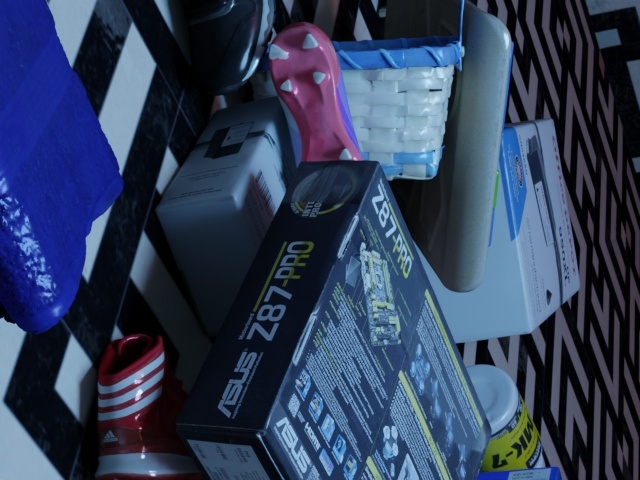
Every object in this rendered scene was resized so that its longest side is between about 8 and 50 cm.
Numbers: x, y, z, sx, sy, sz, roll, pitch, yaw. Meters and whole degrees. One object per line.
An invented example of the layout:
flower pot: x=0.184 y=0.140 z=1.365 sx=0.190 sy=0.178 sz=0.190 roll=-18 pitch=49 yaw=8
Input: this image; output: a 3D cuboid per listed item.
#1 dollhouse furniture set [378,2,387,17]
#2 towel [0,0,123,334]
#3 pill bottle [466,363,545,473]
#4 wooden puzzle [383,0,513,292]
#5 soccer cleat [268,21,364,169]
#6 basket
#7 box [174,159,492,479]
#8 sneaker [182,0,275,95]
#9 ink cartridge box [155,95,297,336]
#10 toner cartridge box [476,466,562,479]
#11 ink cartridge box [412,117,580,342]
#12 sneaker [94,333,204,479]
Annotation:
dollhouse furniture set: x=0.133 y=-0.420 z=2.173 sx=0.242 sy=0.161 sz=0.212 roll=-54 pitch=132 yaw=-63
towel: x=-0.247 y=-0.111 z=1.155 sx=0.228 sy=0.076 sz=0.308 roll=-79 pitch=153 yaw=-58
pill bottle: x=0.249 y=0.280 z=2.282 sx=0.208 sy=0.119 sz=0.119 roll=59 pitch=30 yaw=-46
wooden puzzle: x=0.155 y=-0.143 z=1.902 sx=0.348 sy=0.080 sz=0.322 roll=-127 pitch=-142 yaw=-65
soccer cleat: x=0.006 y=-0.093 z=1.568 sx=0.095 sy=0.083 sz=0.248 roll=-30 pitch=107 yaw=-74
basket: x=0.029 y=-0.209 z=1.703 sx=0.201 sy=0.254 sz=0.289 roll=-79 pitch=170 yaw=-75
box: x=0.031 y=0.173 z=1.462 sx=0.318 sy=0.097 sz=0.395 roll=-64 pitch=143 yaw=-37
sneaker: x=-0.120 y=-0.284 z=1.566 sx=0.124 sy=0.107 sz=0.283 roll=15 pitch=71 yaw=-41
ink cartridge box: x=-0.071 y=-0.027 z=1.568 sx=0.208 sy=0.086 sz=0.153 roll=-65 pitch=142 yaw=-56
toner cartridge box: x=0.286 y=0.490 z=2.235 sx=0.075 sy=0.165 sz=0.348 roll=-55 pitch=133 yaw=-61
ink cartridge box: x=0.253 y=-0.025 z=2.340 sx=0.395 sy=0.166 sz=0.285 roll=-21 pitch=102 yaw=-70
sneaker: x=-0.120 y=0.144 z=1.373 sx=0.221 sy=0.087 sz=0.128 roll=18 pitch=67 yaw=-69
